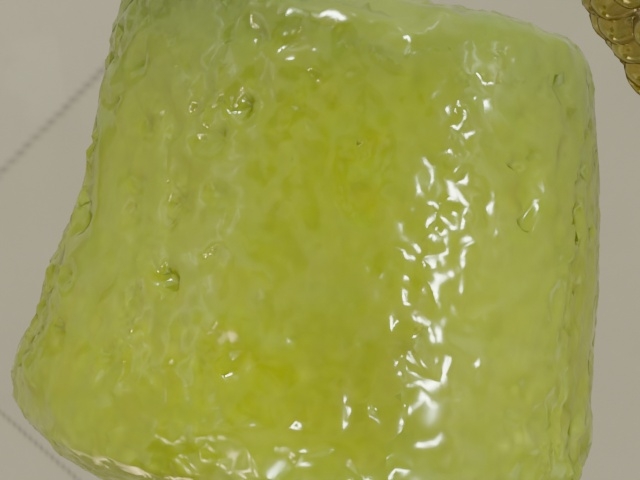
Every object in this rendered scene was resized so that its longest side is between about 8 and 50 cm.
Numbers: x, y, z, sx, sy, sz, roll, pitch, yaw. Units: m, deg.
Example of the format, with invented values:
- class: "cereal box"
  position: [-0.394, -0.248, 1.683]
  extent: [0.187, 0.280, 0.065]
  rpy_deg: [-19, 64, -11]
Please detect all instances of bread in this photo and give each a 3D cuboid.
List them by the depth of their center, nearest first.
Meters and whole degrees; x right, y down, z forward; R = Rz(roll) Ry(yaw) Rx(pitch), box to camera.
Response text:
- class: "bread"
  position: [0.000, 0.000, 1.168]
  extent: [0.348, 0.348, 0.307]
  rpy_deg: [6, 91, -1]

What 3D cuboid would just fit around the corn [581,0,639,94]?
- class: "corn"
  position: [0.090, -0.142, 0.548]
  extent: [0.087, 0.288, 0.086]
  rpy_deg: [-15, 43, 15]
